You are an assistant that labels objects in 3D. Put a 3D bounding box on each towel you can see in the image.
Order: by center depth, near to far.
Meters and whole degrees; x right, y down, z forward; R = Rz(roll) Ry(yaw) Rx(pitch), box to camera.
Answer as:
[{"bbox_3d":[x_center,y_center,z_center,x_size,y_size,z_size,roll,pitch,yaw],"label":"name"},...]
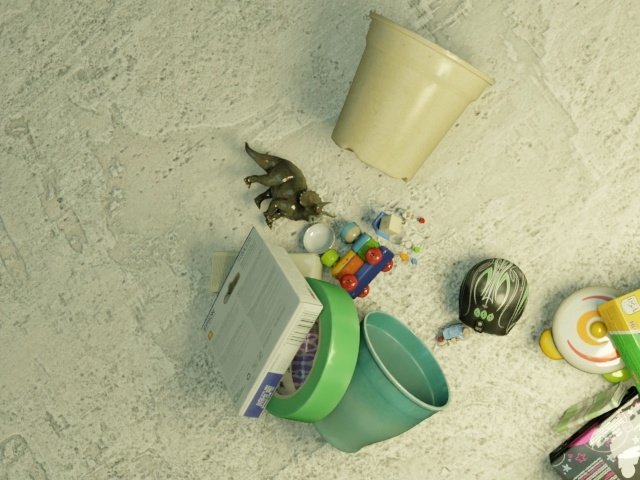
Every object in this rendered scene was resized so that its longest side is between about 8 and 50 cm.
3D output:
[{"bbox_3d":[0.583,0.359,1.714,0.152,0.113,0.023,-37,81,33],"label":"towel"}]

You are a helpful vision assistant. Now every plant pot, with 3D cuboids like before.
[{"bbox_3d":[0.111,0.343,1.818,0.255,0.271,0.272,-44,72,21],"label":"plant pot"},{"bbox_3d":[0.191,-0.319,1.875,0.333,0.334,0.305,33,103,19],"label":"plant pot"}]

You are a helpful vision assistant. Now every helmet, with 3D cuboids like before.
[{"bbox_3d":[0.396,0.122,1.815,0.169,0.169,0.162,20,105,19],"label":"helmet"}]

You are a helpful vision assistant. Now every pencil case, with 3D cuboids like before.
[{"bbox_3d":[-0.040,0.322,1.955,0.088,0.086,0.206,-8,76,55],"label":"pencil case"}]

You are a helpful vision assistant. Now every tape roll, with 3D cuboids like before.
[{"bbox_3d":[-0.036,0.246,1.802,0.321,0.077,0.321,-36,45,46],"label":"tape roll"}]

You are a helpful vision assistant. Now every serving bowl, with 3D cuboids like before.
[{"bbox_3d":[0.000,0.000,2.011,0.083,0.027,0.083,-7,66,17],"label":"serving bowl"}]

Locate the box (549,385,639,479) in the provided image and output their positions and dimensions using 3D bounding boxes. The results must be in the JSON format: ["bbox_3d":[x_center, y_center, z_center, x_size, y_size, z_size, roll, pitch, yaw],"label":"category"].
[{"bbox_3d":[0.627,0.444,1.686,0.247,0.163,0.142,-41,75,7],"label":"box"}]

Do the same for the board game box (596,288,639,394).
[{"bbox_3d":[0.759,0.190,1.645,0.316,0.064,0.242,-18,76,-22],"label":"board game box"}]

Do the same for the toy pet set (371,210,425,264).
[{"bbox_3d":[0.184,-0.014,1.934,0.065,0.114,0.122,-11,60,52],"label":"toy pet set"}]

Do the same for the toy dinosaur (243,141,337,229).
[{"bbox_3d":[-0.093,-0.130,2.035,0.160,0.121,0.314,-28,63,-6],"label":"toy dinosaur"}]

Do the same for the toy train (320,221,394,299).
[{"bbox_3d":[0.051,0.082,1.955,0.248,0.105,0.143,-48,62,6],"label":"toy train"}]

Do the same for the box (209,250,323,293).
[{"bbox_3d":[-0.136,0.086,2.009,0.275,0.094,0.113,3,83,17],"label":"box"}]

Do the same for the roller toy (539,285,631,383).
[{"bbox_3d":[0.603,0.196,1.739,0.209,0.146,0.191,20,88,19],"label":"roller toy"}]

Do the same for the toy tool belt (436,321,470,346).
[{"bbox_3d":[0.311,0.222,1.874,0.083,0.051,0.052,-21,76,13],"label":"toy tool belt"}]

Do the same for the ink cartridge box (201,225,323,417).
[{"bbox_3d":[-0.148,0.185,1.864,0.324,0.071,0.330,-61,34,20],"label":"ink cartridge box"}]
